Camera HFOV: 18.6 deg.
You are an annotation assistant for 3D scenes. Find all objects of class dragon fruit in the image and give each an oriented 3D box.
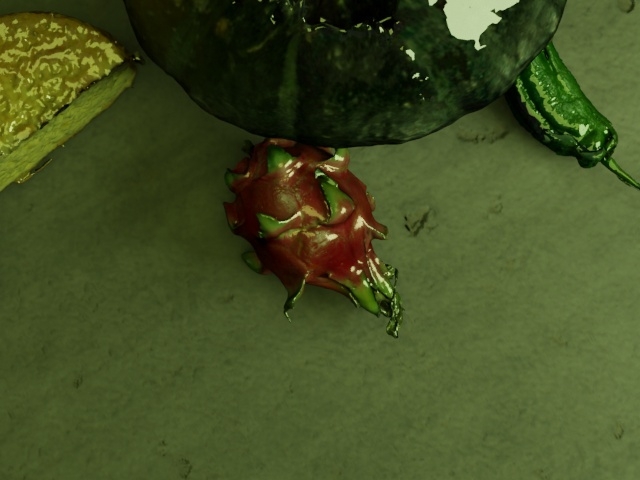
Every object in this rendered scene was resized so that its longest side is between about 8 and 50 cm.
[{"bbox_3d":[-0.003,0.001,1.874,0.137,0.135,0.236,-28,99,-7],"label":"dragon fruit"}]

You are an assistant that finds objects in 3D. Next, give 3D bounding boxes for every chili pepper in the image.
[{"bbox_3d":[0.238,-0.157,1.912,0.122,0.065,0.278,-20,87,2],"label":"chili pepper"}]

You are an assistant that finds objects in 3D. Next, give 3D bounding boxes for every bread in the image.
[{"bbox_3d":[-0.291,-0.141,1.850,0.229,0.143,0.139,-39,93,-10],"label":"bread"}]

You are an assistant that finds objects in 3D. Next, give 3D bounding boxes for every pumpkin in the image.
[{"bbox_3d":[0.017,-0.305,1.764,0.454,0.344,0.454,0,86,0],"label":"pumpkin"}]
